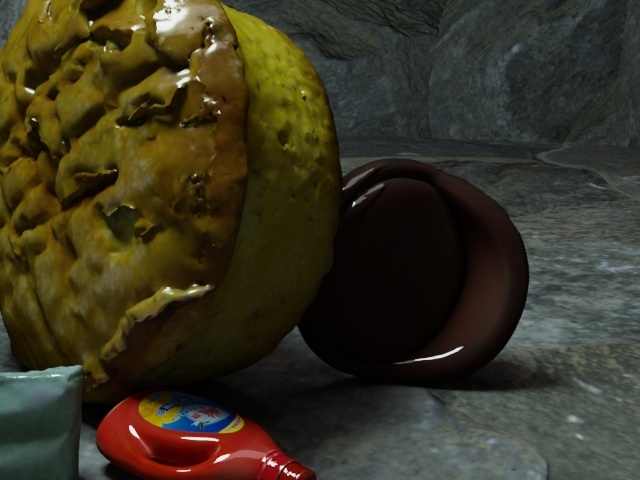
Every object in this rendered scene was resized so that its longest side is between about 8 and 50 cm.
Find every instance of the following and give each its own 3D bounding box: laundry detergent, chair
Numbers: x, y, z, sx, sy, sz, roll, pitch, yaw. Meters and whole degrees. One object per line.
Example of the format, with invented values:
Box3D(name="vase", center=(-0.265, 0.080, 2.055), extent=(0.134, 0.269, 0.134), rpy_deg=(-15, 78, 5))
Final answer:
Box3D(name="laundry detergent", center=(-0.078, 0.154, 0.717), extent=(0.165, 0.049, 0.097), rpy_deg=(14, 23, 35))
Box3D(name="chair", center=(0.000, 0.000, 1.035), extent=(0.226, 0.227, 0.401), rpy_deg=(-5, 16, -36))

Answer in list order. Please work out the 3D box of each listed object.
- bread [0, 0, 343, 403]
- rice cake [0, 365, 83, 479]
Box3D(name="bread", center=(-0.156, -0.043, 0.869), extent=(0.215, 0.398, 0.398), rpy_deg=(4, 9, -45))
Box3D(name="rice cake", center=(-0.278, 0.131, 0.679), extent=(0.226, 0.085, 0.040), rpy_deg=(0, 6, -16))
